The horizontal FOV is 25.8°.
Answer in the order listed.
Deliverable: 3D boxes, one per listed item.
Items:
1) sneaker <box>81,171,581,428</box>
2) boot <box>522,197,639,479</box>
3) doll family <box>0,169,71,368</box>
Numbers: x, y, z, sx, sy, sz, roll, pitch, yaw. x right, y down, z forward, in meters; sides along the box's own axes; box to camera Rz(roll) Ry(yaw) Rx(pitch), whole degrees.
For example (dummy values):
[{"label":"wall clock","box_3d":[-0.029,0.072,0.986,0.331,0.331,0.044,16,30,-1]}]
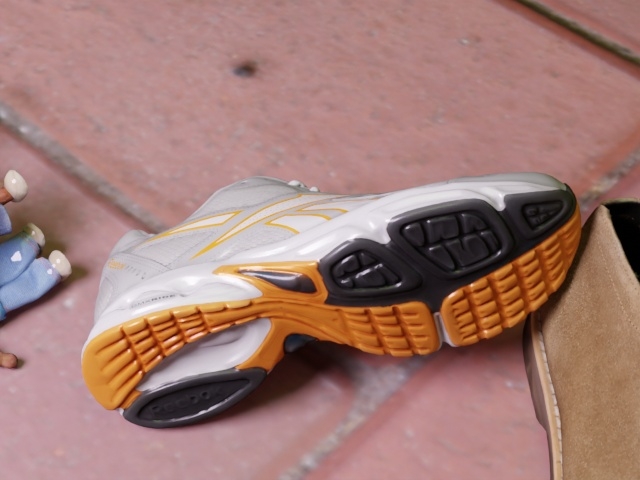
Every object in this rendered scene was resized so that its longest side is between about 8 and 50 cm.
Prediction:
[{"label":"sneaker","box_3d":[0.000,0.000,0.726,0.262,0.099,0.121,-15,40,2]},{"label":"boot","box_3d":[0.168,0.109,0.657,0.112,0.115,0.305,-3,50,-12]},{"label":"doll family","box_3d":[-0.226,-0.007,0.754,0.193,0.076,0.111,36,50,21]}]
